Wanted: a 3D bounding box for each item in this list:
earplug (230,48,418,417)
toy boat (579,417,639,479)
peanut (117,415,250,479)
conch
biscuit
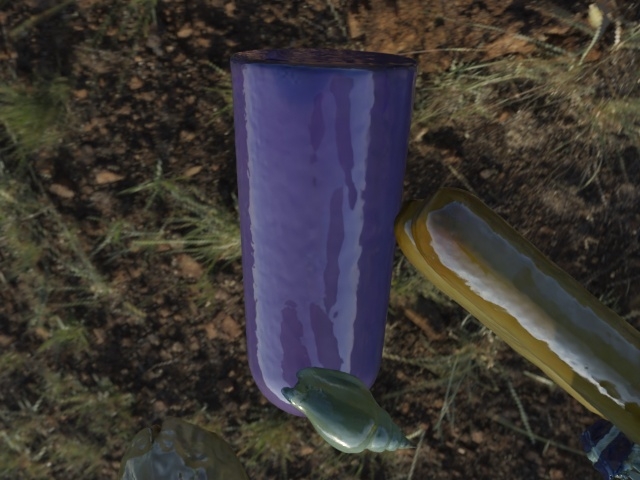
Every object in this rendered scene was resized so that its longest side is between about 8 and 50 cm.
[{"bbox_3d":[0.000,0.000,1.035,0.215,0.215,0.456,8,108,22],"label":"earplug"},{"bbox_3d":[0.510,0.371,1.278,0.291,0.210,0.070,36,105,4],"label":"toy boat"},{"bbox_3d":[-0.107,0.333,0.866,0.149,0.149,0.313,-41,66,29],"label":"peanut"},{"bbox_3d":[0.037,0.182,0.922,0.180,0.088,0.065,33,144,-22],"label":"conch"},{"bbox_3d":[0.178,0.066,0.660,0.290,0.237,0.062,40,90,-2],"label":"biscuit"}]
